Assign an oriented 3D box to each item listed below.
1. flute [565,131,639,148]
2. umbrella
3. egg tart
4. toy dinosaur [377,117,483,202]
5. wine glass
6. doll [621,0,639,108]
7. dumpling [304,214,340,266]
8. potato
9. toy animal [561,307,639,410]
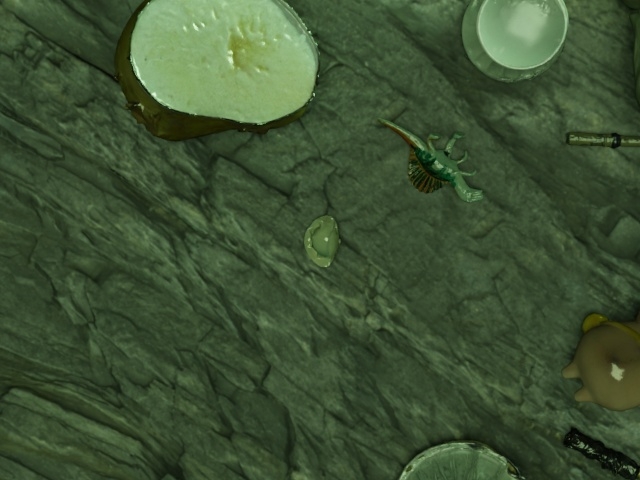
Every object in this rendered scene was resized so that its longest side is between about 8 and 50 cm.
[{"bbox_3d":[0.497,-0.152,1.799,0.233,0.027,0.027,3,98,6],"label":"flute"},{"bbox_3d":[0.460,0.349,1.869,0.144,0.037,0.040,27,87,5],"label":"umbrella"},{"bbox_3d":[0.228,0.439,1.880,0.234,0.094,0.234,1,100,8],"label":"egg tart"},{"bbox_3d":[0.172,-0.123,1.834,0.187,0.044,0.106,11,114,3],"label":"toy dinosaur"},{"bbox_3d":[0.291,-0.310,1.714,0.164,0.196,0.165,1,100,4],"label":"wine glass"},{"bbox_3d":[0.534,-0.320,1.669,0.214,0.226,0.371,-15,96,7],"label":"doll"},{"bbox_3d":[0.000,-0.001,1.867,0.059,0.043,0.077,5,115,22],"label":"dumpling"},{"bbox_3d":[-0.169,-0.271,1.783,0.299,0.196,0.247,4,85,-22],"label":"potato"},{"bbox_3d":[0.493,0.170,1.788,0.248,0.149,0.165,-30,87,14],"label":"toy animal"}]
